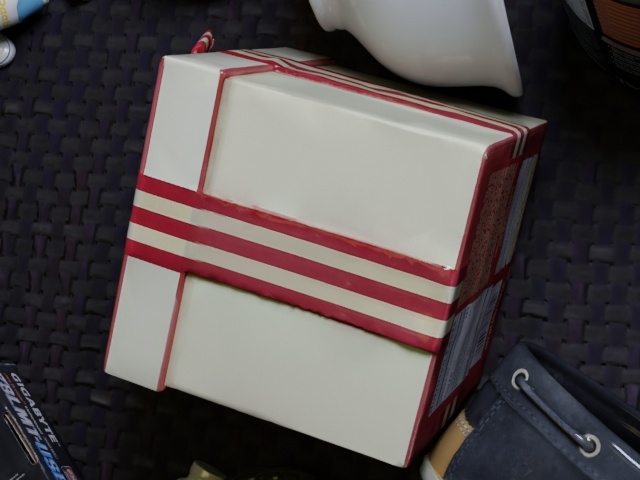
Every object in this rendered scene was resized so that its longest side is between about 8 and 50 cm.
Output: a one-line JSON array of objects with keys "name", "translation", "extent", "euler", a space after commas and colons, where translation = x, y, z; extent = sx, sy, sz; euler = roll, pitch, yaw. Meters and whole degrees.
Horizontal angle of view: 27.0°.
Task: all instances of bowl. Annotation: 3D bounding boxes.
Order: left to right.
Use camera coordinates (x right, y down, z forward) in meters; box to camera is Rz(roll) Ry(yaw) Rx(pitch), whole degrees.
[{"name": "bowl", "translation": [0.052, -0.235, 0.956], "extent": [0.134, 0.298, 0.297], "euler": [-11, 78, 11]}]

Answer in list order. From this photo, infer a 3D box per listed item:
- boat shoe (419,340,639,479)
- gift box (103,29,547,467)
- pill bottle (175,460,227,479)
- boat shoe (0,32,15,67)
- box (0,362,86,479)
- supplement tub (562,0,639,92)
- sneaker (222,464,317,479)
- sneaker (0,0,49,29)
[{"name": "boat shoe", "translation": [0.303, 0.216, 0.876], "extent": [0.500, 0.187, 0.156], "euler": [25, 95, 24]}, {"name": "gift box", "translation": [0.000, 0.000, 0.972], "extent": [0.258, 0.276, 0.255], "euler": [17, 100, 15]}, {"name": "pill bottle", "translation": [-0.107, 0.220, 1.070], "extent": [0.043, 0.043, 0.083], "euler": [28, 91, 19]}, {"name": "boat shoe", "translation": [-0.323, -0.185, 1.205], "extent": [0.100, 0.035, 0.035], "euler": [26, 89, 20]}, {"name": "box", "translation": [-0.306, 0.301, 1.102], "extent": [0.295, 0.073, 0.293], "euler": [-39, 70, 7]}, {"name": "supplement tub", "translation": [0.244, -0.221, 0.891], "extent": [0.194, 0.316, 0.193], "euler": [-3, 80, 16]}, {"name": "sneaker", "translation": [-0.061, 0.337, 1.003], "extent": [0.134, 0.146, 0.343], "euler": [1, 67, 34]}, {"name": "sneaker", "translation": [-0.320, -0.277, 1.201], "extent": [0.092, 0.087, 0.228], "euler": [-21, 66, -16]}]
